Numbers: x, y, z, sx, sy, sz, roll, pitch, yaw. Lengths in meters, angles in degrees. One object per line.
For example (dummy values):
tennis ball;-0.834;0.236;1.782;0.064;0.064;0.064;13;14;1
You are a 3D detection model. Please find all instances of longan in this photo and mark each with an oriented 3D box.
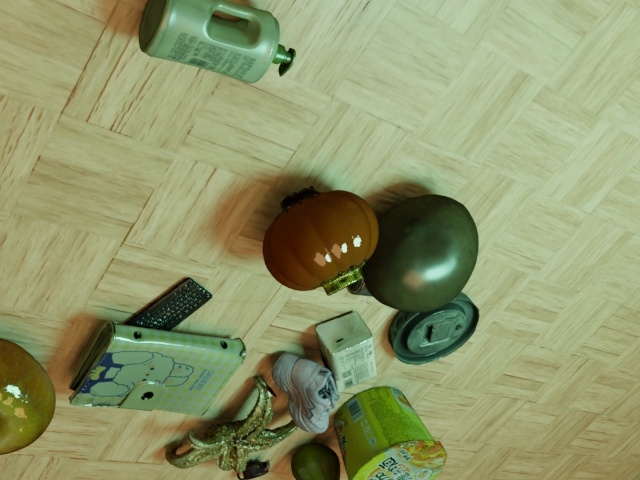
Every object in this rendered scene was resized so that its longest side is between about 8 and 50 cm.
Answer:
longan;0.192;0.031;1.535;0.246;0.215;0.245;-25;121;-52

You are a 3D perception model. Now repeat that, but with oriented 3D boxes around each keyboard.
keyboard;-0.329;0.164;1.541;0.251;0.017;0.087;-36;136;7

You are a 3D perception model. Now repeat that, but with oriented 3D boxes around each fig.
fig;0.013;0.597;2.002;0.127;0.185;0.132;-42;136;-28

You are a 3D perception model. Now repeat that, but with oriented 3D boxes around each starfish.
starfish;-0.199;0.441;1.801;0.312;0.113;0.303;16;124;-47

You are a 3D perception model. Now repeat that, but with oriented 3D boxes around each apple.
apple;-0.592;0.271;1.400;0.211;0.173;0.234;-18;127;-4

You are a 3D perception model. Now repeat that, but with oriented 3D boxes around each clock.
clock;0.267;0.205;1.861;0.226;0.049;0.226;-15;136;-15

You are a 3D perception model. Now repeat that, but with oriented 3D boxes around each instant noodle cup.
instant noodle cup;0.157;0.511;1.973;0.265;0.200;0.264;-14;134;-15

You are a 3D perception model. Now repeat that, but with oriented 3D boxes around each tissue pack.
tissue pack;0.059;0.249;1.755;0.106;0.099;0.148;-22;136;-13

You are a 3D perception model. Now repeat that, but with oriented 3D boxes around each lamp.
lamp;0.000;0.000;1.429;0.223;0.196;0.223;-29;175;-3

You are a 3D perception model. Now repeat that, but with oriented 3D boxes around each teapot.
teapot;-0.170;0.578;1.983;0.100;0.045;0.068;-23;161;19

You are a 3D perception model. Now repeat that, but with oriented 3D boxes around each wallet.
wallet;-0.326;0.259;1.573;0.310;0.077;0.223;14;127;-40

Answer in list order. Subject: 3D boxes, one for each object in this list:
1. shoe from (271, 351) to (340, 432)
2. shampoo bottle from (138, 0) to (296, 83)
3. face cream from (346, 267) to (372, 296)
shoe;-0.009;0.354;1.767;0.095;0.138;0.245;-50;134;-33
shampoo bottle;-0.139;-0.300;1.160;0.234;0.087;0.118;10;125;-34
face cream;0.186;0.094;1.696;0.284;0.073;0.073;8;125;-33
